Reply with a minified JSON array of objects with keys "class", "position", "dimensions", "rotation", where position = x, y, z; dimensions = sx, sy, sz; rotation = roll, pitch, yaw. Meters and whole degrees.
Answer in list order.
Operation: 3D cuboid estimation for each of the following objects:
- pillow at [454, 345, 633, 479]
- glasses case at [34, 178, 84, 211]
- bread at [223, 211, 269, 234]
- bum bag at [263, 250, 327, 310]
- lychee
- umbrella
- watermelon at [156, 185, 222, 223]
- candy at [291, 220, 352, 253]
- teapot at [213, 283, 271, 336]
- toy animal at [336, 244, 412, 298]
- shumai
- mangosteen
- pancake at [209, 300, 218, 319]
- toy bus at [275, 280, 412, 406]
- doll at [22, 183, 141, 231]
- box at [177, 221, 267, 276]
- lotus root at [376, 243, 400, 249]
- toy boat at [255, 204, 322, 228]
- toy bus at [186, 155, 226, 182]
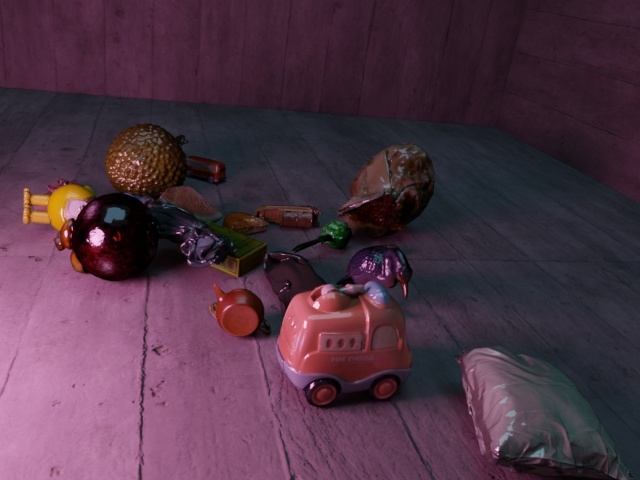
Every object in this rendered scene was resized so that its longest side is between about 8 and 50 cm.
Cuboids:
[{"class":"pillow","position":[0.417,0.334,1.147],"dimensions":[0.283,0.138,0.310],"rotation":[14,25,-8]},{"class":"glasses case","position":[-0.818,-0.149,1.888],"dimensions":[0.102,0.070,0.193],"rotation":[10,24,1]},{"class":"bread","position":[-0.262,-0.063,1.905],"dimensions":[0.154,0.054,0.136],"rotation":[-8,26,-38]},{"class":"bum bag","position":[-0.054,0.117,1.548],"dimensions":[0.142,0.080,0.326],"rotation":[-10,32,-20]},{"class":"lychee","position":[-0.582,-0.264,1.993],"dimensions":[0.269,0.270,0.320],"rotation":[6,13,-5]},{"class":"umbrella","position":[-0.382,-0.029,1.612],"dimensions":[0.348,0.094,0.143],"rotation":[28,16,29]},{"class":"watermelon","position":[-0.402,-0.076,1.812],"dimensions":[0.146,0.128,0.231],"rotation":[32,19,14]},{"class":"candy","position":[-0.002,0.000,1.763],"dimensions":[0.097,0.097,0.323],"rotation":[20,18,24]},{"class":"teapot","position":[-0.182,0.161,1.367],"dimensions":[0.173,0.116,0.116],"rotation":[38,16,-19]},{"class":"toy animal","position":[0.139,0.100,1.517],"dimensions":[0.122,0.186,0.298],"rotation":[-6,9,-20]},{"class":"shumai","position":[0.206,-0.174,1.971],"dimensions":[0.288,0.330,0.292],"rotation":[-6,52,-53]},{"class":"mangosteen","position":[-0.544,-0.005,1.490],"dimensions":[0.265,0.228,0.228],"rotation":[-5,24,5]},{"class":"pancake","position":[-0.219,0.170,1.440],"dimensions":[0.108,0.017,0.108],"rotation":[8,24,-3]},{"class":"toy bus","position":[0.053,0.193,1.229],"dimensions":[0.287,0.232,0.194],"rotation":[-1,23,-17]},{"class":"doll","position":[-0.668,-0.073,1.720],"dimensions":[0.362,0.145,0.200],"rotation":[5,62,-30]},{"class":"box","position":[-0.282,0.021,1.694],"dimensions":[0.219,0.064,0.141],"rotation":[21,29,22]},{"class":"lotus root","position":[0.216,0.034,1.861],"dimensions":[0.083,0.037,0.030],"rotation":[1,29,-18]},{"class":"toy boat","position":[-0.106,-0.080,1.973],"dimensions":[0.225,0.068,0.088],"rotation":[3,30,-13]},{"class":"toy bus","position":[-0.453,-0.279,2.287],"dimensions":[0.174,0.077,0.079],"rotation":[16,25,16]}]
